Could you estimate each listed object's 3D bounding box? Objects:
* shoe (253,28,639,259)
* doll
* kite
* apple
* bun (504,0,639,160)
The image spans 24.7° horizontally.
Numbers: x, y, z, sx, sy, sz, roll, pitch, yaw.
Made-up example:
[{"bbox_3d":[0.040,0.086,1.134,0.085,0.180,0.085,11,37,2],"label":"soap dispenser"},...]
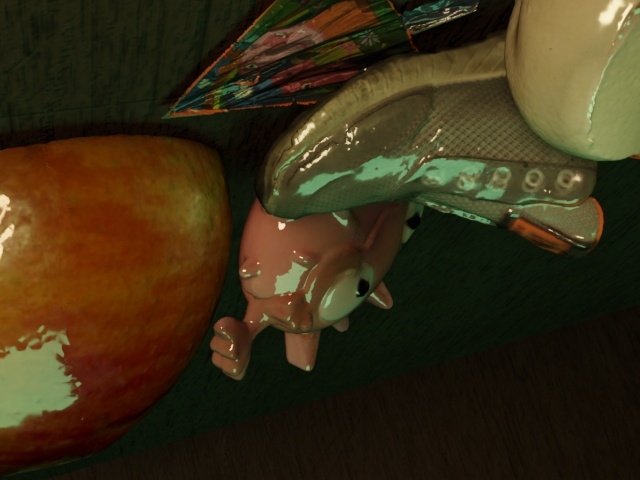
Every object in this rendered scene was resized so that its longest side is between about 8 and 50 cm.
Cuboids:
[{"bbox_3d":[0.124,-0.051,1.041,0.336,0.171,0.132,-23,166,-18],"label":"shoe"},{"bbox_3d":[0.000,0.000,1.164,0.262,0.093,0.211,-49,142,-24],"label":"doll"},{"bbox_3d":[-0.005,-0.130,0.983,0.234,0.016,0.321,-19,166,10],"label":"kite"},{"bbox_3d":[-0.207,0.031,1.055,0.346,0.179,0.254,-13,129,-22],"label":"apple"},{"bbox_3d":[0.185,-0.142,0.938,0.173,0.120,0.173,-30,144,-25],"label":"bun"}]
